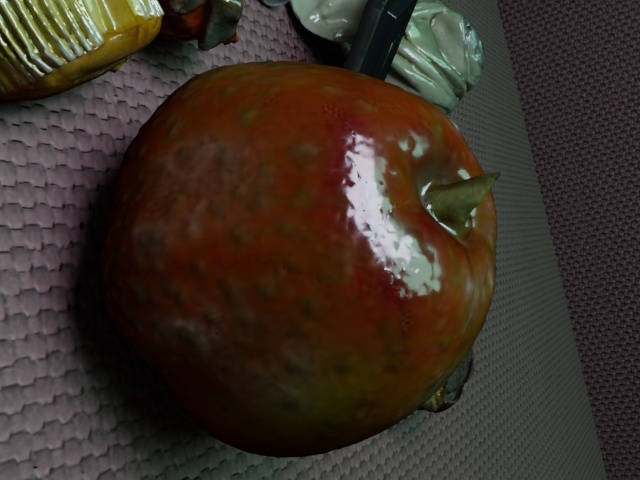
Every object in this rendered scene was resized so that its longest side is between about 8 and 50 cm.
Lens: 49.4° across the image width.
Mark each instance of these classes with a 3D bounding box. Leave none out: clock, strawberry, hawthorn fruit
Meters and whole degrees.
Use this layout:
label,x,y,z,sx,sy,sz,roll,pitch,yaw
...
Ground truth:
label,x,y,z,sx,sy,sz,roll,pitch,yaw
clock,0.098,-0.326,1.168,0.049,0.278,0.273,26,39,4
strawberry,-0.164,-0.375,0.799,0.336,0.149,0.265,-102,-165,-47
hawthorn fruit,0.000,0.000,0.689,0.403,0.403,0.402,32,51,-51

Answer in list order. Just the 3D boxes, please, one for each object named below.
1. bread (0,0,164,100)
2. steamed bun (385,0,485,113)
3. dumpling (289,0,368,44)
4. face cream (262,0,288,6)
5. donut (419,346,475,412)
label,x,y,z,sx,sy,sz,roll,pitch,yaw
bread,-0.230,-0.197,0.634,0.114,0.132,0.190,63,34,-24
steamed bun,0.228,-0.371,1.428,0.268,0.207,0.280,62,34,-24
dumpling,0.020,-0.446,1.183,0.193,0.147,0.258,17,65,-22
face cream,-0.081,-0.459,1.086,0.072,0.051,0.182,6,73,-58
donut,0.157,0.101,1.168,0.259,0.136,0.344,-11,88,-66
